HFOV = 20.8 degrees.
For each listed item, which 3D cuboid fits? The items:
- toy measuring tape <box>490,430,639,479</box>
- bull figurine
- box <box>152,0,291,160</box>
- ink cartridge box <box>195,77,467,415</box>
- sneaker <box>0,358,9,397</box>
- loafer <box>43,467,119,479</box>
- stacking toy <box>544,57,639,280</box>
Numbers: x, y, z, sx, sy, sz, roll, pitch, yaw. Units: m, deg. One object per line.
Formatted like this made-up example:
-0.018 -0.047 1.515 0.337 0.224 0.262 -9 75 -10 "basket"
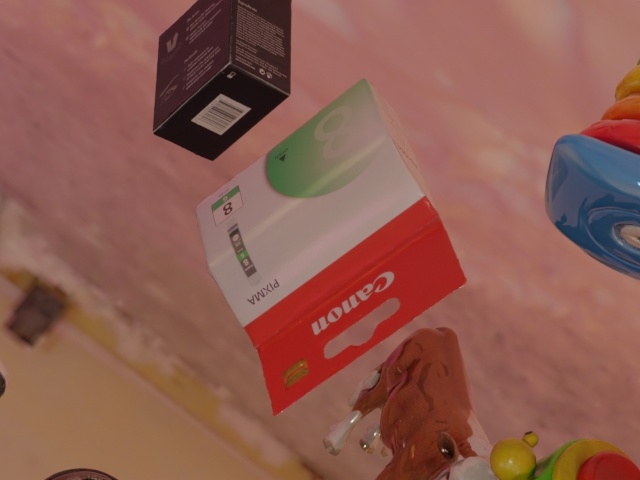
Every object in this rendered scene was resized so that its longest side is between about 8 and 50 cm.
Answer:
0.289 0.276 1.578 0.330 0.121 0.121 38 166 -7 "toy measuring tape"
0.098 0.212 1.735 0.101 0.188 0.310 40 -156 -22 "bull figurine"
-0.114 -0.206 2.037 0.093 0.158 0.156 25 137 -31 "box"
0.000 0.000 1.314 0.056 0.181 0.225 44 -163 -33 "ink cartridge box"
-0.371 0.108 1.588 0.237 0.086 0.085 0 124 35 "sneaker"
-0.128 0.336 1.460 0.366 0.134 0.130 52 163 17 "loafer"
0.313 -0.124 1.425 0.175 0.302 0.166 21 158 14 "stacking toy"
